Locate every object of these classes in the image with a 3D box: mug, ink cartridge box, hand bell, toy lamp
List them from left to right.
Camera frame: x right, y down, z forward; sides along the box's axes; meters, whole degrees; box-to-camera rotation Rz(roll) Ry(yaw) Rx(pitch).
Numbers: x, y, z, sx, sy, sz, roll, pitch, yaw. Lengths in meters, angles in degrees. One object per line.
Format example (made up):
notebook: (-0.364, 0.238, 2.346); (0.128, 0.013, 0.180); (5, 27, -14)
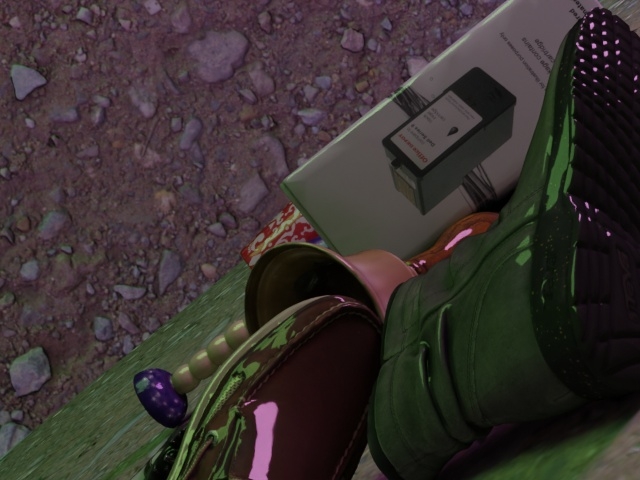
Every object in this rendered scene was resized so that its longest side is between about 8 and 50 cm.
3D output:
toy lamp: (-0.069, 0.086, 1.312); (0.275, 0.080, 0.080); (-36, 6, 12)
mug: (-0.006, -0.007, 1.526); (0.169, 0.113, 0.150); (-41, 3, 3)
hand bell: (0.070, 0.024, 0.926); (0.242, 0.126, 0.126); (-26, -5, -46)
ink cartridge box: (0.123, -0.085, 1.094); (0.289, 0.121, 0.211); (-38, -5, 5)

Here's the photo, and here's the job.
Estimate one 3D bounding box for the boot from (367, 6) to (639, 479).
boot: (0.093, -0.001, 0.641); (0.161, 0.083, 0.246); (-32, 30, 43)

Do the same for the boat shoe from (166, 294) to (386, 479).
boat shoe: (-0.031, 0.132, 0.620); (0.257, 0.095, 0.095); (-56, 17, -23)

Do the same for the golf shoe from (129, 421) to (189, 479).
golf shoe: (-0.089, 0.161, 0.820); (0.198, 0.077, 0.094); (-37, 5, -3)
